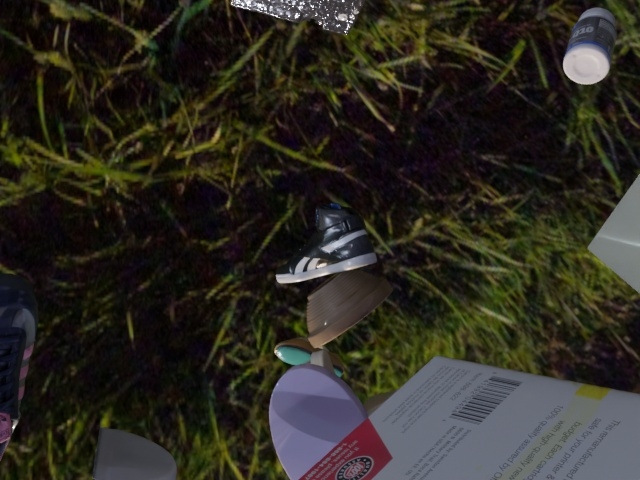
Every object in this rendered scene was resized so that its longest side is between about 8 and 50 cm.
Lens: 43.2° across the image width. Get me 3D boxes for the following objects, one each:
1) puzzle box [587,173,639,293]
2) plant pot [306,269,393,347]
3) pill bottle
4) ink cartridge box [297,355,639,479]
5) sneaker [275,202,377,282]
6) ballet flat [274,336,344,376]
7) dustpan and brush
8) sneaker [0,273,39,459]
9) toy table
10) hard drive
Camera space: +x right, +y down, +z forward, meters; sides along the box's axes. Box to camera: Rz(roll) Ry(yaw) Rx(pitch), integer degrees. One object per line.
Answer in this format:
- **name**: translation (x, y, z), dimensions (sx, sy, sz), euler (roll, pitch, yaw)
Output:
- **puzzle box**: translation (0.440, -0.061, 0.665), dimensions (0.052, 0.272, 0.409), euler (-11, 139, -42)
- **plant pot**: translation (0.046, 0.141, 1.911), dimensions (0.237, 0.237, 0.109), euler (-37, 90, 10)
- **pill bottle**: translation (0.470, -0.340, 1.400), dimensions (0.078, 0.137, 0.078), euler (15, 139, 13)
- **ink cartridge box**: translation (0.198, 0.271, 0.769), dimensions (0.279, 0.385, 0.160), euler (-32, 112, -36)
- **sneaker**: translation (0.000, 0.000, 1.380), dimensions (0.217, 0.121, 0.079), euler (-15, 177, 42)
- **ballet flat**: translation (-0.033, 0.288, 2.056), dimensions (0.080, 0.073, 0.232), euler (-32, 135, 28)
- **dustpan and brush**: translation (-0.246, 0.367, 1.245), dimensions (0.211, 0.147, 0.060), euler (15, 106, -15)
- **sneaker**: translation (-0.417, 0.183, 1.039), dimensions (0.112, 0.131, 0.319), euler (-5, 137, -34)
- **toy table**: translation (0.025, 0.332, 1.453), dimensions (0.252, 0.161, 0.274), euler (-7, 99, 15)
- **hard drive**: translation (-0.009, -0.506, 1.383), dimensions (0.237, 0.064, 0.339), euler (10, 154, -12)
